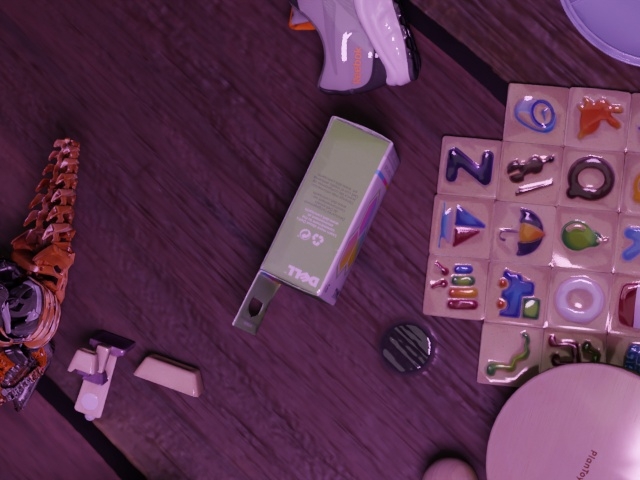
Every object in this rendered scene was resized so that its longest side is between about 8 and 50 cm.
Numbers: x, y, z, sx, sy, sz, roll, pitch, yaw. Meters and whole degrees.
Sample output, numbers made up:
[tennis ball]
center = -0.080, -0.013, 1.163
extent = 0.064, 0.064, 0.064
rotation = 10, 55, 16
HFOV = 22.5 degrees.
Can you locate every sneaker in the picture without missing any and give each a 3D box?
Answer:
[sneaker]
center = 0.005, -0.264, 1.506
extent = 0.108, 0.100, 0.271
rotation = -19, 82, 9

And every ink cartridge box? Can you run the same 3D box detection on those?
[ink cartridge box]
center = 0.000, 0.000, 1.467
extent = 0.062, 0.109, 0.209
rotation = 25, 86, 10

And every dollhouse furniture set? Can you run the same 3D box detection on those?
[dollhouse furniture set]
center = -0.174, 0.147, 1.491
extent = 0.114, 0.091, 0.081
rotation = 19, 101, 5

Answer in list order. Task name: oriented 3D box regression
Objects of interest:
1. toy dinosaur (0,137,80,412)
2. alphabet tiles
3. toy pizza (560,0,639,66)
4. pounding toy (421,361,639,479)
[toy dinosaur]
center = -0.314, 0.058, 1.457
extent = 0.164, 0.218, 0.321
rotation = 3, 75, 38
[alphabet tiles]
center = 0.273, 0.002, 1.486
extent = 0.343, 0.011, 0.285
rotation = 6, 83, 7
[toy pizza]
center = 0.318, -0.256, 1.502
extent = 0.201, 0.032, 0.201
rotation = -1, 83, 5
[pounding toy]
center = 0.227, 0.210, 1.428
extent = 0.237, 0.110, 0.183
rotation = -38, 79, 16
